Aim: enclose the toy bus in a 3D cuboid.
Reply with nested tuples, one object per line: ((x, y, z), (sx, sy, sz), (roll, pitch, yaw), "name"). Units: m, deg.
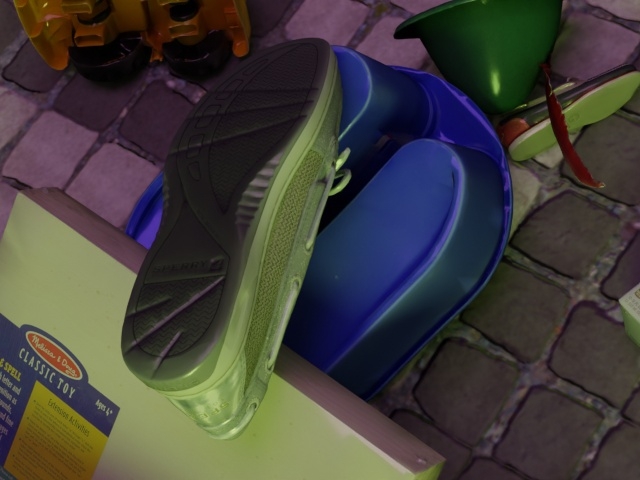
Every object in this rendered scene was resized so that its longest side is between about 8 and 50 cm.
((-0.168, -0.277, 1.530), (0.220, 0.149, 0.211), (0, 47, 15), "toy bus")

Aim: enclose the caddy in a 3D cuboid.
((0.000, 0.000, 1.291), (0.341, 0.179, 0.241), (-45, 73, 8), "caddy")

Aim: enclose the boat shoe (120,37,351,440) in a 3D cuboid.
((-0.050, -0.012, 1.131), (0.118, 0.103, 0.320), (-6, 51, 28), "boat shoe")

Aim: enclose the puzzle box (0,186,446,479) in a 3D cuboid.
((-0.124, 0.170, 1.210), (0.409, 0.052, 0.272), (34, 114, 24), "puzzle box")

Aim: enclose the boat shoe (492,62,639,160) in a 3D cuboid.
((0.218, -0.121, 1.365), (0.137, 0.049, 0.043), (-30, 56, 6), "boat shoe")

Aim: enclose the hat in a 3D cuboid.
((0.166, -0.119, 1.349), (0.173, 0.208, 0.183), (-15, 89, 24), "hat")

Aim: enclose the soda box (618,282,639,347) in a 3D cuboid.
((0.329, 0.108, 1.192), (0.074, 0.069, 0.216), (-38, 59, -5), "soda box")
